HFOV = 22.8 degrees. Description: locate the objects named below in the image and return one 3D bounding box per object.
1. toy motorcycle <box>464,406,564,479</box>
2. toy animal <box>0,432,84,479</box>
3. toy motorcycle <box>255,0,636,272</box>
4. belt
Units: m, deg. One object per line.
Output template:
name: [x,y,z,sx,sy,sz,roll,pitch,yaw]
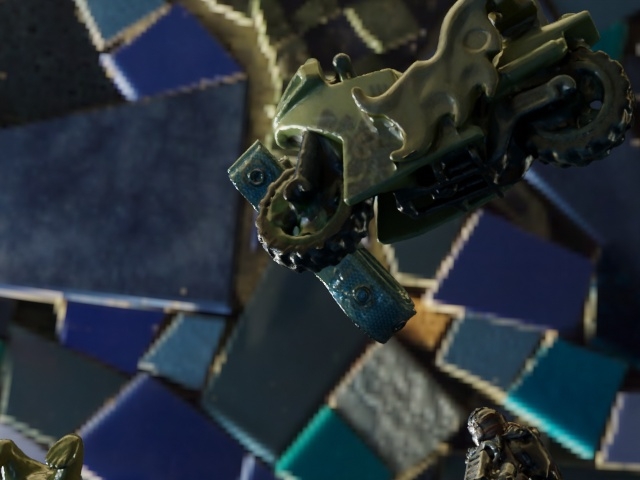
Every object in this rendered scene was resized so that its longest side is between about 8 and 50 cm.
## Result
toy motorcycle: [0.271,0.371,2.376,0.134,0.207,0.401,-30,-176,27]
toy animal: [-0.285,0.279,1.453,0.103,0.219,0.101,13,151,36]
toy motorcycle: [0.112,-0.123,1.637,0.410,0.237,0.169,-21,149,14]
belt: [0.000,0.000,1.972,0.072,0.302,0.087,-45,165,14]
